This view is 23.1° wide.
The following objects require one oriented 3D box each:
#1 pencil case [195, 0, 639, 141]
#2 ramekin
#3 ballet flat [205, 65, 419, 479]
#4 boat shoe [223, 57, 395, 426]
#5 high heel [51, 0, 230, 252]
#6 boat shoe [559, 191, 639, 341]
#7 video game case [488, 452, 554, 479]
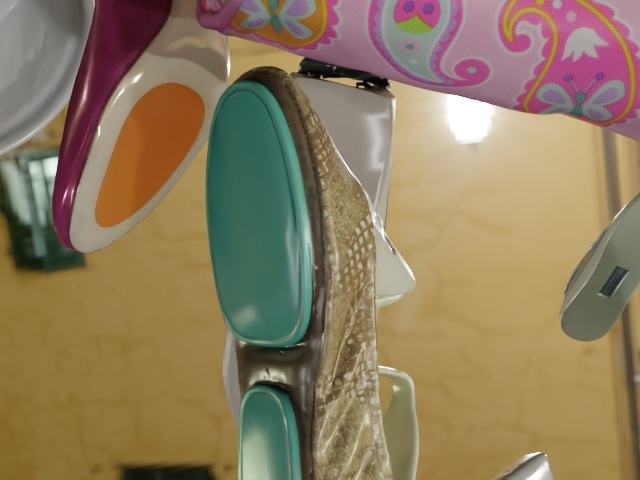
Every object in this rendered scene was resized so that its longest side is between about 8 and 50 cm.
[{"bbox_3d":[0.088,-0.114,0.679,0.284,0.124,0.124,15,-170,-15],"label":"pencil case"},{"bbox_3d":[-0.274,-0.164,1.111,0.207,0.207,0.109,-14,-138,-22],"label":"ramekin"},{"bbox_3d":[0.001,0.039,0.567,0.067,0.206,0.073,-8,-170,-35],"label":"ballet flat"},{"bbox_3d":[0.000,0.000,1.341,0.127,0.340,0.158,14,-166,0],"label":"boat shoe"},{"bbox_3d":[-0.101,-0.120,0.783,0.117,0.244,0.082,23,-176,32],"label":"high heel"},{"bbox_3d":[0.331,0.007,1.707,0.079,0.227,0.081,27,-151,-12],"label":"boat shoe"},{"bbox_3d":[0.137,0.270,1.056,0.023,0.212,0.193,-14,-179,30],"label":"video game case"}]
